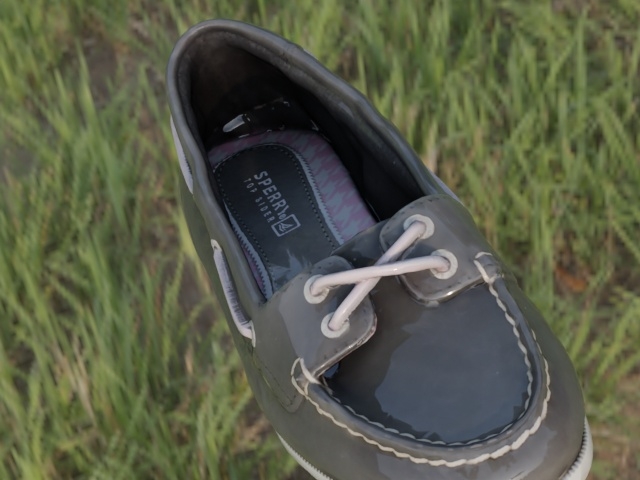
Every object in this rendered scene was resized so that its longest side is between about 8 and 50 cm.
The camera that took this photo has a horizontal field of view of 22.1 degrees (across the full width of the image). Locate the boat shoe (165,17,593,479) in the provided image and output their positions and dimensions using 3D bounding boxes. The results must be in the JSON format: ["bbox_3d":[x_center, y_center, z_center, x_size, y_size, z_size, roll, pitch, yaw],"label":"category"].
[{"bbox_3d":[0.000,0.000,0.686,0.112,0.095,0.335,-28,32,-6],"label":"boat shoe"}]
